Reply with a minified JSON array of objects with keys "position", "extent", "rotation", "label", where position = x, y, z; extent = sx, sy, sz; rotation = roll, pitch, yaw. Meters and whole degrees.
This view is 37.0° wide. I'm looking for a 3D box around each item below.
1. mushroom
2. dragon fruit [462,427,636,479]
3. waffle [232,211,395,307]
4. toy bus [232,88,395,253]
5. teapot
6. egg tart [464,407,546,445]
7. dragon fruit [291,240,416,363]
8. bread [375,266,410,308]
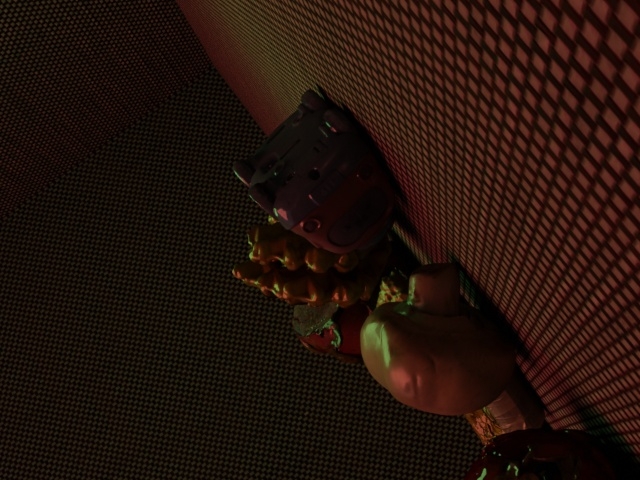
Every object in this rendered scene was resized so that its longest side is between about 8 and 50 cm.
[{"position":[0.188,0.145,1.529],"extent":[0.260,0.234,0.254],"rotation":[12,-166,25],"label":"mushroom"},{"position":[0.321,0.402,1.339],"extent":[0.342,0.277,0.277],"rotation":[41,-172,-45],"label":"dragon fruit"},{"position":[0.000,0.000,1.788],"extent":[0.324,0.261,0.151],"rotation":[-63,-19,-56],"label":"waffle"},{"position":[0.011,-0.093,1.594],"extent":[0.232,0.197,0.294],"rotation":[44,-178,-27],"label":"toy bus"},{"position":[0.308,0.263,1.684],"extent":[0.200,0.077,0.107],"rotation":[54,-141,-14],"label":"teapot"},{"position":[0.384,0.373,1.940],"extent":[0.291,0.107,0.291],"rotation":[55,172,11],"label":"egg tart"},{"position":[0.107,0.159,2.105],"extent":[0.262,0.314,0.296],"rotation":[30,148,-20],"label":"dragon fruit"},{"position":[0.216,0.180,1.827],"extent":[0.204,0.163,0.262],"rotation":[38,-178,41],"label":"bread"}]
